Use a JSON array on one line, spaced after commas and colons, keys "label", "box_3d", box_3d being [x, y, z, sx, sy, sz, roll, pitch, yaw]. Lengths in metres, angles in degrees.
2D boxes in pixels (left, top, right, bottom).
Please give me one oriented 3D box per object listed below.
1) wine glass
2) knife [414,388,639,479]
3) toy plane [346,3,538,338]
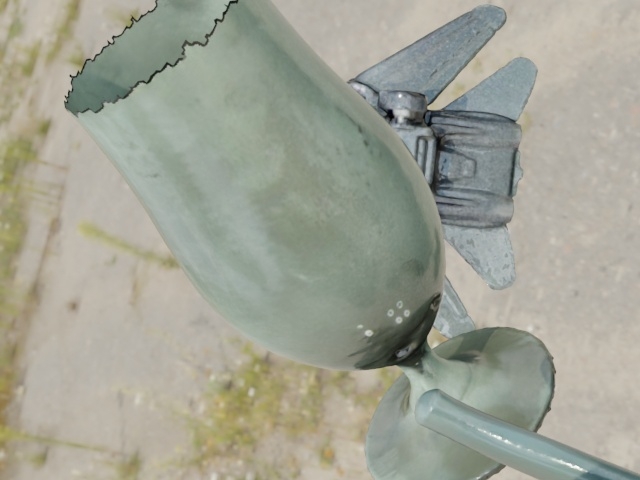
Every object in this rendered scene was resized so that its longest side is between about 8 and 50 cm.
[{"label": "wine glass", "box_3d": [0.000, 0.000, 0.439, 0.093, 0.202, 0.093, -30, 29, 19]}, {"label": "knife", "box_3d": [0.122, 0.086, 0.355, 0.015, 0.210, 0.028, -60, -26, -24]}, {"label": "toy plane", "box_3d": [-0.006, -0.055, 0.741, 0.088, 0.267, 0.212, 161, 116, -86]}]
